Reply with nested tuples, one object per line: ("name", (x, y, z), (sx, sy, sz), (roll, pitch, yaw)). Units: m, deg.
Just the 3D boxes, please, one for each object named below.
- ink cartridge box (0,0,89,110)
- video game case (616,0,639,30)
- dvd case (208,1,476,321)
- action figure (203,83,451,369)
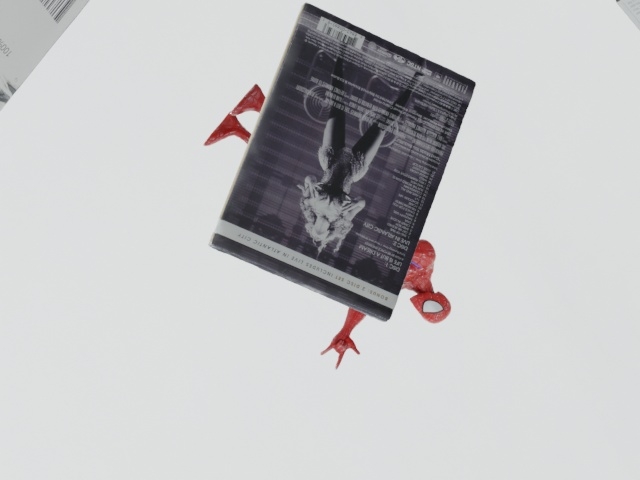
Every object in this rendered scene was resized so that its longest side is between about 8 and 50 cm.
("ink cartridge box", (-0.245, -0.164, 1.047), (0.100, 0.237, 0.172), (27, 164, 34))
("video game case", (0.287, -0.243, 1.212), (0.210, 0.232, 0.042), (46, -133, -16))
("dvd case", (0.021, -0.065, 1.418), (0.164, 0.221, 0.018), (24, 167, -13))
("action figure", (0.000, 0.000, 1.578), (0.280, 0.139, 0.091), (40, 142, -5))
